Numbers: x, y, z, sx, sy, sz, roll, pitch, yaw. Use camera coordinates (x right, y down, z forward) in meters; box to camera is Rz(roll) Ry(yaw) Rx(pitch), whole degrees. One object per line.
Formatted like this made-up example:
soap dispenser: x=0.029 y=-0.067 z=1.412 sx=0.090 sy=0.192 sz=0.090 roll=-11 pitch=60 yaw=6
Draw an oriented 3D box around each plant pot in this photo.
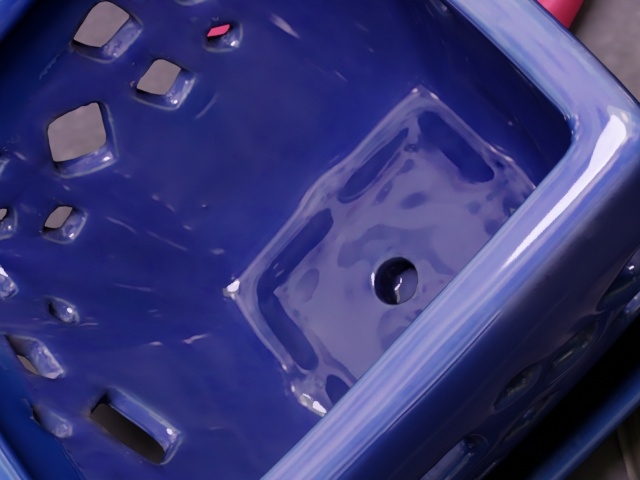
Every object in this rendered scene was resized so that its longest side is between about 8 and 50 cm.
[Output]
plant pot: x=0.000 y=0.000 z=0.589 sx=0.236 sy=0.212 sz=0.236 roll=-48 pitch=59 yaw=13

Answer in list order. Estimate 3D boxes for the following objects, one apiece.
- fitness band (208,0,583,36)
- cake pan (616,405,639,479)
fitness band: x=0.003 y=-0.166 z=0.802 sx=0.209 sy=0.054 sz=0.291 roll=-43 pitch=60 yaw=-9
cake pan: x=0.259 y=0.044 z=0.621 sx=0.293 sy=0.054 sz=0.293 roll=-6 pitch=60 yaw=10
